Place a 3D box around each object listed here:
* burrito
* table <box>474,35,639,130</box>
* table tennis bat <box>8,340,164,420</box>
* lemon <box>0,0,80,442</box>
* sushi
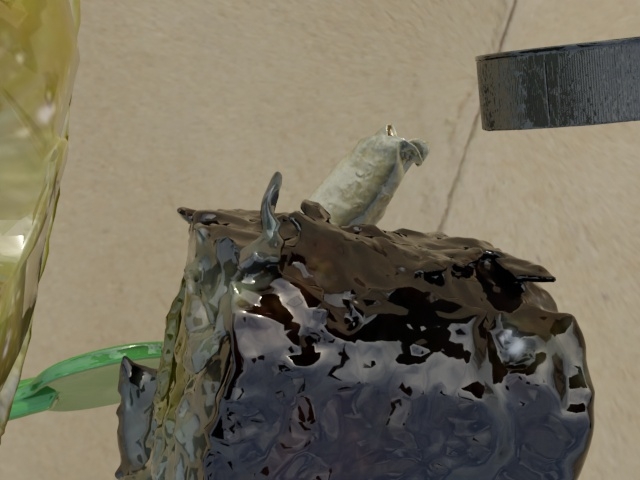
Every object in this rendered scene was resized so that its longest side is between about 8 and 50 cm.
[{"bbox_3d":[0.000,0.000,1.111,0.082,0.059,0.275,28,105,-39],"label":"burrito"},{"bbox_3d":[0.153,-0.088,0.637,0.133,0.133,0.043,-5,97,9],"label":"table"},{"bbox_3d":[-0.240,0.140,1.105,0.257,0.160,0.039,-12,69,-15],"label":"table tennis bat"},{"bbox_3d":[-0.268,-0.051,0.420,0.364,0.364,0.364,1,98,8],"label":"lemon"},{"bbox_3d":[0.019,0.118,0.830,0.294,0.299,0.281,13,86,-16],"label":"sushi"}]
